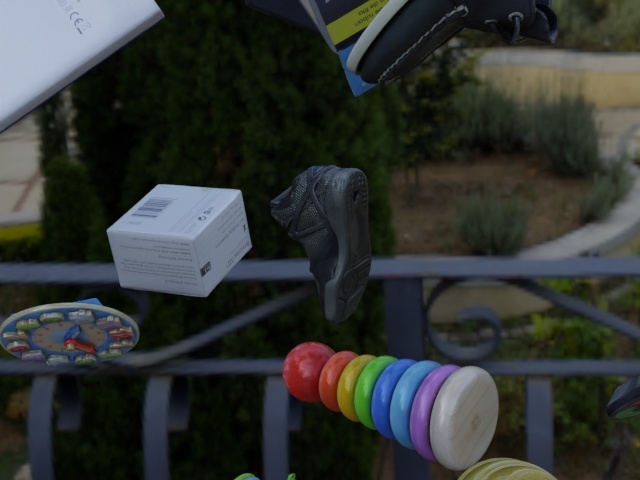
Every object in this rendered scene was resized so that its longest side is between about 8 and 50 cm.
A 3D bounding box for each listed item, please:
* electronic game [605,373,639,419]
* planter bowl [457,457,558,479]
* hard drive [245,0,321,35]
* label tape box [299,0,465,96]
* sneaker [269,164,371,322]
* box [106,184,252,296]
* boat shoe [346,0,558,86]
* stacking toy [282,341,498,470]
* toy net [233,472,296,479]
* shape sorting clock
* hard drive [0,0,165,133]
[{"bbox_3d":[0.463,0.172,1.448,0.229,0.048,0.229,-19,-18,-6],"label":"electronic game"},{"bbox_3d":[0.304,0.403,1.713,0.217,0.090,0.217,9,54,-12],"label":"planter bowl"},{"bbox_3d":[-0.013,-0.365,1.327,0.172,0.255,0.054,28,33,32],"label":"hard drive"},{"bbox_3d":[0.063,-0.342,1.119,0.249,0.348,0.115,-32,49,-4],"label":"label tape box"},{"bbox_3d":[0.000,0.000,1.640,0.130,0.228,0.087,14,28,35],"label":"sneaker"},{"bbox_3d":[-0.244,-0.003,2.042,0.181,0.119,0.181,5,32,24],"label":"box"},{"bbox_3d":[0.169,-0.217,0.950,0.340,0.113,0.127,-39,-2,21],"label":"boat shoe"},{"bbox_3d":[0.078,0.217,1.644,0.330,0.141,0.141,10,27,38],"label":"stacking toy"},{"bbox_3d":[-0.105,0.449,1.735,0.045,0.232,0.122,28,24,35],"label":"toy net"},{"bbox_3d":[-0.373,0.144,1.735,0.206,0.206,0.040,-7,60,-7],"label":"shape sorting clock"},{"bbox_3d":[-0.389,-0.279,1.502,0.318,0.210,0.040,-35,-11,-1],"label":"hard drive"}]
